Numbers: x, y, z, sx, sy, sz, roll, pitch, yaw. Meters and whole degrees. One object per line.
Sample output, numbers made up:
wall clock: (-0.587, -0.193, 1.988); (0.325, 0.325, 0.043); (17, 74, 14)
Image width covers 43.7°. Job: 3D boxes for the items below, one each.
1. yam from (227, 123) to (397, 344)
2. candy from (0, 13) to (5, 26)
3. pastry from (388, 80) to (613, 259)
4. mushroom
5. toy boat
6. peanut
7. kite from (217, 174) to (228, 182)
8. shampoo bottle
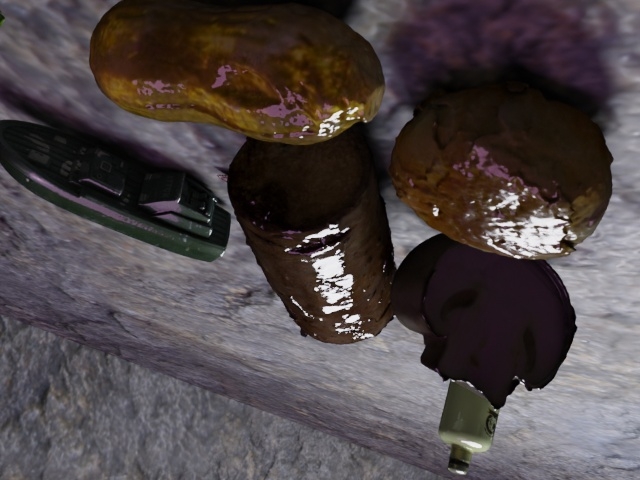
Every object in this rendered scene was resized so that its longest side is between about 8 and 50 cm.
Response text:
yam: (0.000, 0.002, 0.707); (0.131, 0.131, 0.280); (13, 159, 15)
candy: (-0.339, -0.172, 0.571); (0.062, 0.097, 0.194); (-2, 153, 46)
pastry: (0.119, -0.043, 0.539); (0.153, 0.081, 0.153); (18, 165, 5)
mushroom: (0.142, 0.062, 0.737); (0.188, 0.141, 0.117); (30, 180, -25)
toy boat: (-0.206, -0.056, 0.810); (0.260, 0.078, 0.085); (25, 136, -24)
peanut: (-0.056, -0.111, 0.509); (0.206, 0.087, 0.087); (13, 160, 23)
kite: (-0.043, -0.039, 0.808); (0.137, 0.005, 0.152); (23, 160, -17)
shampoo bottle: (0.214, 0.254, 1.145); (0.079, 0.162, 0.079); (16, 160, 6)
